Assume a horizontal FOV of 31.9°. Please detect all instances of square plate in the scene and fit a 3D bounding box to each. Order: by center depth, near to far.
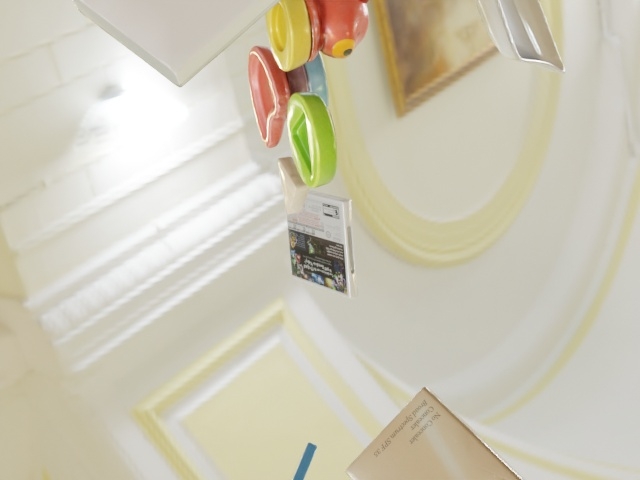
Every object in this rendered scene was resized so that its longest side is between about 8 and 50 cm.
[{"bbox_3d":[0.310,-0.451,1.951,0.049,0.344,0.347,-24,174,24],"label":"square plate"}]

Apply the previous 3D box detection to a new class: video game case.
[{"bbox_3d":[-0.045,0.345,1.485,0.015,0.166,0.119,24,-119,2],"label":"video game case"},{"bbox_3d":[0.000,0.000,1.972,0.022,0.173,0.190,-14,-163,-32],"label":"video game case"}]

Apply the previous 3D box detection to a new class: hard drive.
[{"bbox_3d":[-0.135,-0.348,1.414,0.203,0.040,0.307,38,-107,25],"label":"hard drive"}]

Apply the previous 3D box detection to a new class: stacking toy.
[{"bbox_3d":[0.002,-0.203,1.606,0.130,0.280,0.309,-13,168,-15],"label":"stacking toy"}]

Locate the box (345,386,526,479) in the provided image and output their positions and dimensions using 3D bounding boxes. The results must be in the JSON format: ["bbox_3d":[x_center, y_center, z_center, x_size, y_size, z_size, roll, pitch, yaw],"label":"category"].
[{"bbox_3d":[0.192,0.331,1.319,0.148,0.311,0.121,-48,164,-2],"label":"box"}]
